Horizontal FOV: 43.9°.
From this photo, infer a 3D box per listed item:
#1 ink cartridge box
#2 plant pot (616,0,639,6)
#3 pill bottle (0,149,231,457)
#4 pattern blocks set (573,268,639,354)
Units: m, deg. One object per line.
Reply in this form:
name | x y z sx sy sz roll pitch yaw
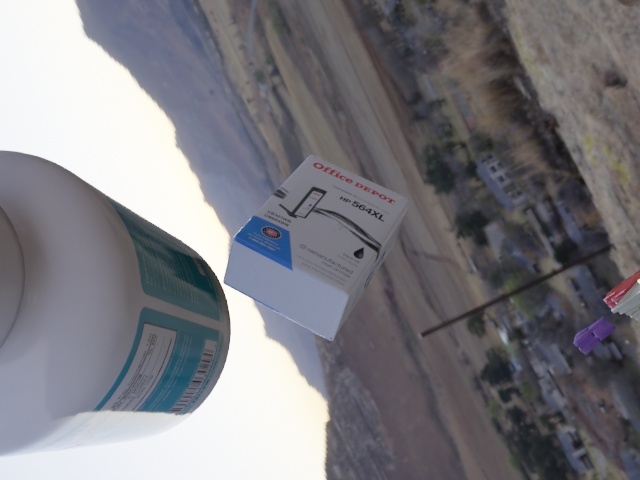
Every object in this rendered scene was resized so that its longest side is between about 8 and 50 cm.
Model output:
ink cartridge box | 0.000 0.000 0.955 0.148 0.203 0.086 26 133 10
plant pot | 0.344 -0.396 0.902 0.237 0.109 0.237 27 -130 -37
pill bottle | -0.148 0.039 0.429 0.146 0.146 0.264 63 -178 15
pattern blocks set | 0.367 0.003 0.749 0.026 0.325 0.285 50 -144 9
